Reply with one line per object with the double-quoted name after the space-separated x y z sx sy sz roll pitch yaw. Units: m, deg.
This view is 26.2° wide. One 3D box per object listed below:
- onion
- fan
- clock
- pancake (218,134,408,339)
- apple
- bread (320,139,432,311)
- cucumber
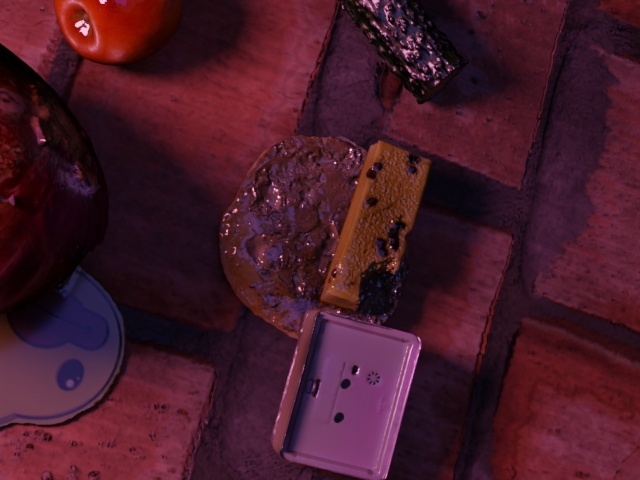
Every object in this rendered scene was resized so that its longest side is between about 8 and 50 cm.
-0.447 -0.052 1.561 0.385 0.348 0.348 -26 86 14 "onion"
-0.335 0.082 1.697 0.229 0.011 0.335 27 72 -10 "fan"
0.033 0.194 1.737 0.147 0.071 0.192 15 87 -14 "clock"
0.000 -0.001 1.803 0.282 0.049 0.282 3 80 -18 "pancake"
-0.258 -0.299 1.734 0.163 0.163 0.139 46 61 -3 "apple"
0.074 -0.015 1.781 0.088 0.049 0.226 22 72 -14 "bread"
0.058 -0.351 1.888 0.096 0.096 0.359 -39 89 -22 "cucumber"
